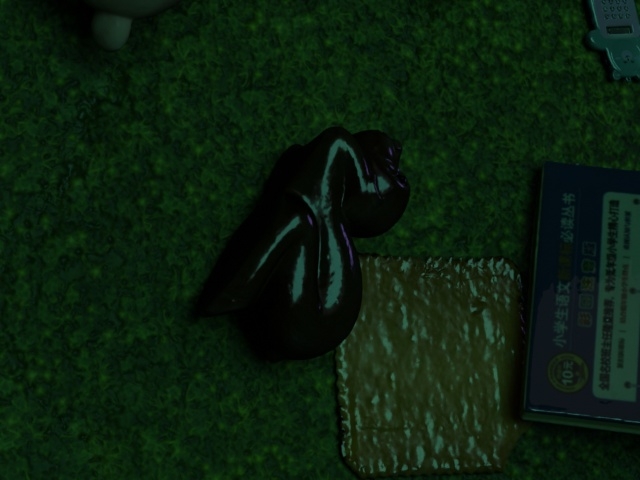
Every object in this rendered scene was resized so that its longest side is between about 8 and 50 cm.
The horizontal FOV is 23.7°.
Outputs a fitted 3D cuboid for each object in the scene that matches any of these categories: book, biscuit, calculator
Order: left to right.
[{"bbox_3d":[0.120,0.130,1.605,0.232,0.013,0.236,2,78,-24],"label":"biscuit"},{"bbox_3d":[0.347,-0.253,1.792,0.094,0.019,0.141,-7,81,-28],"label":"calculator"},{"bbox_3d":[0.437,0.073,1.638,0.428,0.039,0.300,7,69,4],"label":"book"}]

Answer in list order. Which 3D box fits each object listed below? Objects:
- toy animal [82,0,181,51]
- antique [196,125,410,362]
[{"bbox_3d":[-0.189,-0.341,1.468,0.221,0.210,0.229,40,31,-20],"label":"toy animal"},{"bbox_3d":[0.000,0.000,1.522,0.143,0.121,0.257,34,68,-16],"label":"antique"}]
